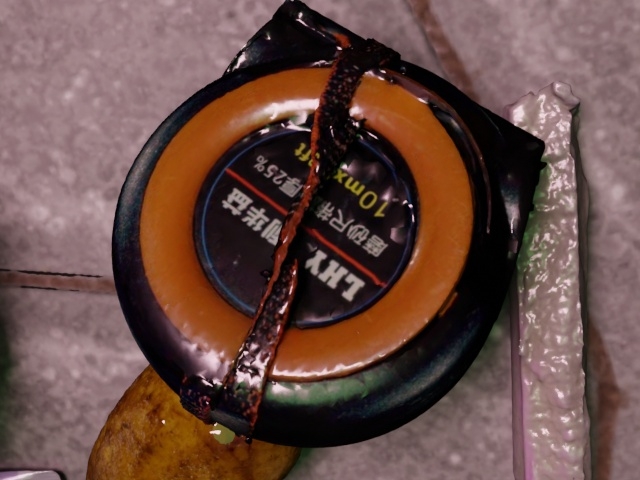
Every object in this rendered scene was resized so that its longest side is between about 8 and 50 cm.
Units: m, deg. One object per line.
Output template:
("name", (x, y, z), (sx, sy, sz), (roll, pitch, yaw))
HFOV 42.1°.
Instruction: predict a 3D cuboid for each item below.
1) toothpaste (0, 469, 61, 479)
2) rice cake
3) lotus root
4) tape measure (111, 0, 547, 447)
("toothpaste", (-0.365, 0.217, 0.578), (0.371, 0.080, 0.125), (1, 101, 1))
("rice cake", (0.136, 0.041, 0.499), (0.049, 0.055, 0.269), (0, 102, 21))
("lotus root", (-0.091, 0.136, 0.524), (0.191, 0.094, 0.108), (-42, 65, 17))
("tape measure", (0.000, 0.000, 0.441), (0.202, 0.135, 0.223), (35, 76, 16))
